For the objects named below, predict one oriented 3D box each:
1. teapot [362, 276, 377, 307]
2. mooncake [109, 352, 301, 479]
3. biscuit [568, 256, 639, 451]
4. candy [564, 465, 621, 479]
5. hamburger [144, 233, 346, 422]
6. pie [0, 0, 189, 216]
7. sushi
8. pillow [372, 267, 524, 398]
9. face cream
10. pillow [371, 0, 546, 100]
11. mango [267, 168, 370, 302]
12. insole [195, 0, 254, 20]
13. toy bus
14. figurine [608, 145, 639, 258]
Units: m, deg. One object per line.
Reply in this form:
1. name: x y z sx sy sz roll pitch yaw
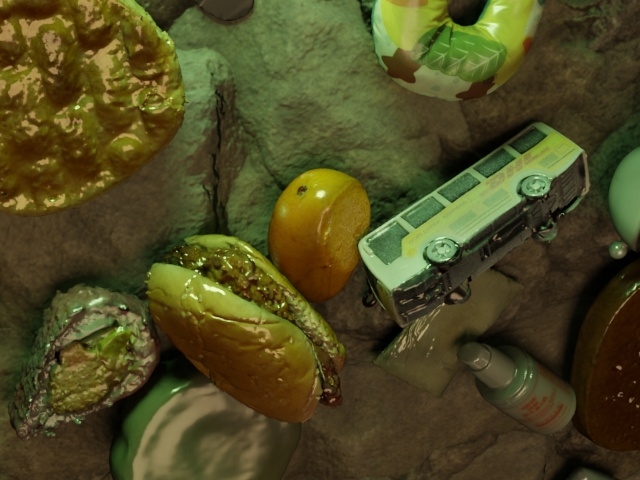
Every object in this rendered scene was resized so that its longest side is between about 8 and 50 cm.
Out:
1. teapot: 0.100 0.062 1.782 0.100 0.045 0.068 -44 125 9
2. mooncake: -0.169 0.278 1.756 0.275 0.135 0.275 -8 114 -19
3. biscuit: 0.561 0.175 2.026 0.350 0.070 0.394 -8 125 -22
4. candy: 0.450 0.476 2.183 0.138 0.071 0.174 24 112 -33
5. hamburger: -0.090 0.110 1.635 0.155 0.282 0.245 -58 166 -30
6. pie: -0.327 -0.173 1.436 0.339 0.083 0.339 -10 127 -13
7. sushi: -0.309 0.167 1.651 0.161 0.107 0.241 14 111 -26
8. pillow: 0.194 0.127 1.862 0.148 0.050 0.229 24 108 -39
9. face cream: 0.296 0.216 1.910 0.101 0.101 0.252 -45 134 11
10. pillow: 0.172 -0.282 1.562 0.233 0.086 0.214 18 104 -27
11. mango: -0.004 -0.003 1.667 0.141 0.102 0.217 -33 139 -32
12. insole: -0.147 -0.348 1.434 0.080 0.003 0.232 -31 128 0
13. toy bus: 0.209 -0.027 1.670 0.342 0.138 0.097 -34 139 -12
14. figurine: 0.512 -0.127 1.748 0.281 0.167 0.370 -22 128 -54
